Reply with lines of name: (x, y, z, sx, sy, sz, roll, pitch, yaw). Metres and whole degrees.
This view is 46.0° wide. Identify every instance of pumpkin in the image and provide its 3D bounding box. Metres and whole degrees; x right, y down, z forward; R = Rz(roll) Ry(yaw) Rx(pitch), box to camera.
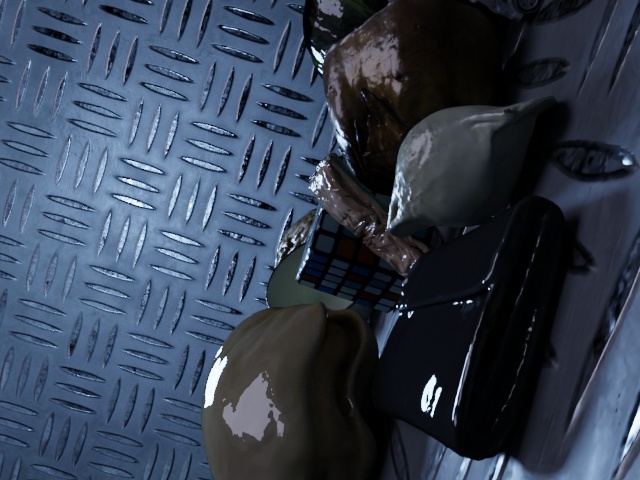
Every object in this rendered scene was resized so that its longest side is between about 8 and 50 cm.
pumpkin: (0.128, -0.348, 1.180, 0.323, 0.241, 0.323, -27, -40, -26)

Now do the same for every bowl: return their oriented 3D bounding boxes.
bowl: (0.018, 0.112, 1.541, 0.237, 0.238, 0.126, -75, -32, -42)

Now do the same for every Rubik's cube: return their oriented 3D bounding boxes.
Rubik's cube: (0.076, -0.006, 1.270, 0.184, 0.182, 0.187, 118, 170, -69)

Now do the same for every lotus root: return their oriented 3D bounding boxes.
lotus root: (0.128, -0.179, 1.030, 0.272, 0.272, 0.191, 113, 165, -53)

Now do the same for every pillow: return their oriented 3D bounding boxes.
pillow: (0.076, -0.023, 1.077, 0.043, 0.232, 0.126, -48, 1, -16)

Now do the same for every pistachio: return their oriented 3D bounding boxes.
pistachio: (-0.041, 0.269, 1.198, 0.365, 0.282, 0.445, -62, 21, 21)

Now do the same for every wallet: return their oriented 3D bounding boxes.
wallet: (0.135, 0.094, 0.805, 0.406, 0.062, 0.228, 128, 160, -80)

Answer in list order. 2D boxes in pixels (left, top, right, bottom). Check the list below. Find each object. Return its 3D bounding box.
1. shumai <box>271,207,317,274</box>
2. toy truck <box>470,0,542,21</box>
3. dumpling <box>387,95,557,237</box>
shumai: (0.000, -0.003, 2.171, 0.283, 0.217, 0.346, -77, 3, -47)
toy truck: (0.258, -0.408, 0.989, 0.110, 0.116, 0.215, -80, 9, -65)
dumpling: (0.166, -0.083, 0.836, 0.167, 0.126, 0.215, -18, -48, -46)
